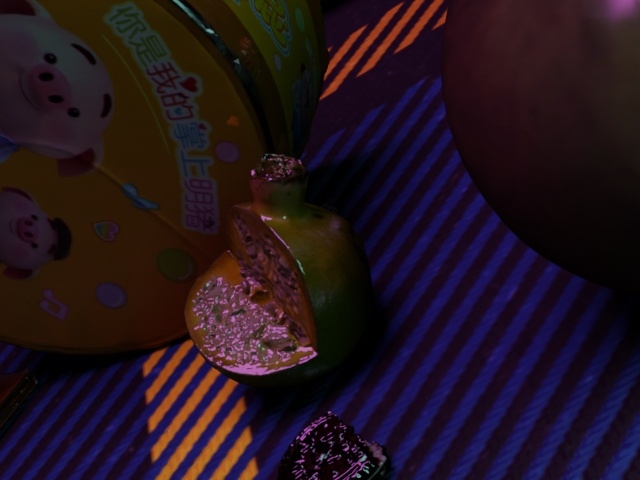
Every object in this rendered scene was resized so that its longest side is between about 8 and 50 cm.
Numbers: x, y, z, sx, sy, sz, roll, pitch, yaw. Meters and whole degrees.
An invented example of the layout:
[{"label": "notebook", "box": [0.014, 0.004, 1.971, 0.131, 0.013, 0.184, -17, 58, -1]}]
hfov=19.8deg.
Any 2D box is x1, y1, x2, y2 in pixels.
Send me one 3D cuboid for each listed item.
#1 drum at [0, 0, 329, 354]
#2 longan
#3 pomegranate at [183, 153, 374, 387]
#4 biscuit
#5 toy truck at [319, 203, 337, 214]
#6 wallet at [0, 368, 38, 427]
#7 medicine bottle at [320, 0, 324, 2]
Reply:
[{"label": "drum", "box": [-0.212, -0.123, 1.497, 0.431, 0.431, 0.214, -20, 30, 27]}, {"label": "longan", "box": [0.224, -0.124, 1.124, 0.319, 0.319, 0.319, -27, 28, 16]}, {"label": "pomegranate", "box": [-0.019, 0.023, 1.343, 0.143, 0.122, 0.169, 31, 108, 56]}, {"label": "biscuit", "box": [0.009, 0.148, 1.225, 0.087, 0.027, 0.089, -21, 30, 27]}, {"label": "toy truck", "box": [0.000, 0.000, 1.478, 0.032, 0.024, 0.083, -8, 33, 3]}, {"label": "wallet", "box": [-0.328, 0.152, 1.607, 0.176, 0.026, 0.095, -6, 33, 42]}, {"label": "medicine bottle", "box": [-0.019, -0.285, 1.887, 0.216, 0.090, 0.090, -19, 31, 29]}]
